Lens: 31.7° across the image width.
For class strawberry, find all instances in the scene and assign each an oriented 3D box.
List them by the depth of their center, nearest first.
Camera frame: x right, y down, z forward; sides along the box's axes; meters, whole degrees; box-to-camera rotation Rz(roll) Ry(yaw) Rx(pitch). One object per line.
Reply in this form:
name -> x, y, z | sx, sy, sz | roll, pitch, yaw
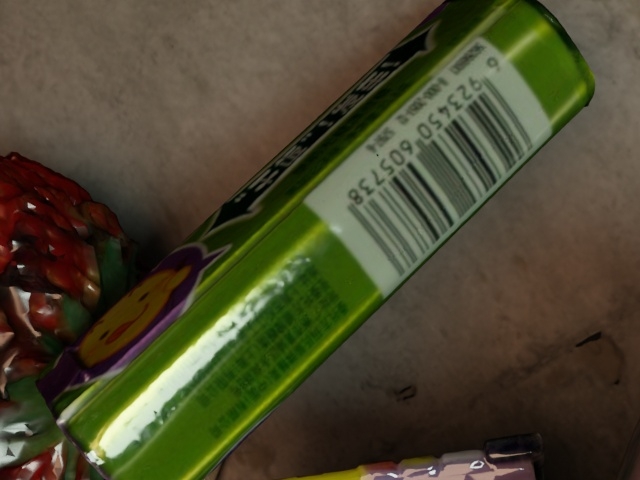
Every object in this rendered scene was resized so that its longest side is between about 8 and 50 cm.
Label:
strawberry -> -0.249, 0.056, 0.778 | 0.288, 0.238, 0.250 | 9, 95, 29

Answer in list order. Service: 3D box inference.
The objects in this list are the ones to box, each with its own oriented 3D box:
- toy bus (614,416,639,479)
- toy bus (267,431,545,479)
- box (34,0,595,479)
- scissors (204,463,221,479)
toy bus -> 0.173, 0.181, 0.442 | 0.171, 0.162, 0.386 | 21, 69, 18
toy bus -> 0.051, 0.349, 0.585 | 0.249, 0.209, 0.440 | -8, 65, 5
box -> 0.000, 0.000, 0.645 | 0.345, 0.134, 0.097 | -44, 109, -11
scissors -> -0.075, 0.132, 0.827 | 0.109, 0.022, 0.300 | 20, 104, 22
